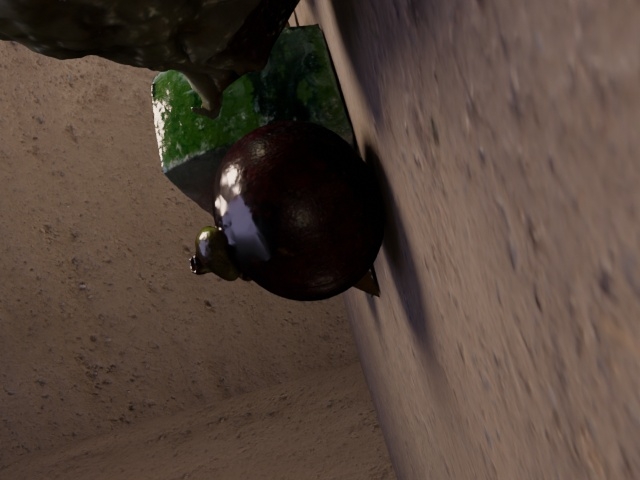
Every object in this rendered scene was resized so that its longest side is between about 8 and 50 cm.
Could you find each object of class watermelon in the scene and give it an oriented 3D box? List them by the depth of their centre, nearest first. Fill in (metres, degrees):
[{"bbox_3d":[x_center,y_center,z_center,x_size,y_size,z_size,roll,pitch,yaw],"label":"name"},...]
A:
[{"bbox_3d":[-0.074,-0.127,0.845,0.151,0.264,0.302,-89,-18,-45],"label":"watermelon"}]

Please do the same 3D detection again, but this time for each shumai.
[{"bbox_3d":[-0.140,-0.222,0.520,0.288,0.292,0.329,101,-168,-61],"label":"shumai"}]

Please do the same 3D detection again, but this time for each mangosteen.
[{"bbox_3d":[-0.039,-0.027,0.680,0.216,0.216,0.216,165,90,-89],"label":"mangosteen"}]

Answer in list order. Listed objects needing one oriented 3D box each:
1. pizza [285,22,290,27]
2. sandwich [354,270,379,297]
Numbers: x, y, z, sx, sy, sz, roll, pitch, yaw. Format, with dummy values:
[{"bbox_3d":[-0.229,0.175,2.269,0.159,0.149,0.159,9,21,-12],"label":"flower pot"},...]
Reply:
[{"bbox_3d":[-0.086,-0.299,1.227,0.182,0.074,0.365,-44,-48,-38],"label":"pizza"},{"bbox_3d":[0.000,0.000,1.013,0.096,0.258,0.094,-63,0,12],"label":"sandwich"}]
